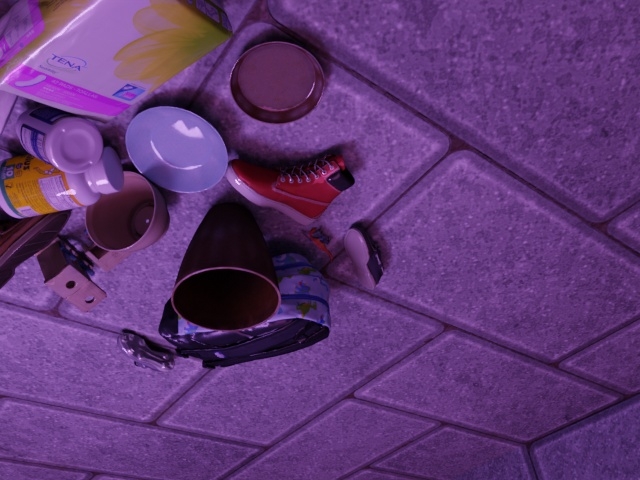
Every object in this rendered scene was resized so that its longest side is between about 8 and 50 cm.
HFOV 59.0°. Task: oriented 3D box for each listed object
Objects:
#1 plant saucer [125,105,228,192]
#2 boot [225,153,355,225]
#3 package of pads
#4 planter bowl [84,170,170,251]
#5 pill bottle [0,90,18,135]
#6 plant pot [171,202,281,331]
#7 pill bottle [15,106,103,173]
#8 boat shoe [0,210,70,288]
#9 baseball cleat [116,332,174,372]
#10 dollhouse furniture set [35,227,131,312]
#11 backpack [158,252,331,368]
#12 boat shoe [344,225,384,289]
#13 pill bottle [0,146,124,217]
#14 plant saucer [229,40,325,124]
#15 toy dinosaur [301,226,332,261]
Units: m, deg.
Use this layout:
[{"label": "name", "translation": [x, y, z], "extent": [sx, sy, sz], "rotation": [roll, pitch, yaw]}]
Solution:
[{"label": "plant saucer", "translation": [-0.269, -0.178, 1.080], "extent": [0.195, 0.037, 0.194], "rotation": [3, 132, 4]}, {"label": "boot", "translation": [-0.053, -0.138, 1.137], "extent": [0.244, 0.088, 0.176], "rotation": [23, 129, -37]}, {"label": "package of pads", "translation": [-0.315, -0.304, 0.836], "extent": [0.297, 0.101, 0.229], "rotation": [-27, 165, 20]}, {"label": "planter bowl", "translation": [-0.377, -0.048, 1.155], "extent": [0.162, 0.162, 0.109], "rotation": [-18, 163, 13]}, {"label": "pill bottle", "translation": [-0.624, -0.267, 0.852], "extent": [0.302, 0.169, 0.169], "rotation": [23, 131, -29]}, {"label": "plant pot", "translation": [-0.195, 0.038, 1.200], "extent": [0.216, 0.230, 0.215], "rotation": [-3, 138, -3]}, {"label": "pill bottle", "translation": [-0.456, -0.178, 0.973], "extent": [0.094, 0.169, 0.094], "rotation": [-25, 126, -40]}, {"label": "boat shoe", "translation": [-0.667, 0.005, 1.189], "extent": [0.307, 0.111, 0.104], "rotation": [-39, 88, 8]}, {"label": "baseball cleat", "translation": [-0.515, 0.333, 1.610], "extent": [0.110, 0.072, 0.206], "rotation": [-23, 133, 27]}, {"label": "dollhouse furniture set", "translation": [-0.511, 0.039, 1.271], "extent": [0.184, 0.129, 0.129], "rotation": [-39, 137, -8]}, {"label": "backpack", "translation": [-0.148, 0.174, 1.361], "extent": [0.356, 0.273, 0.290], "rotation": [-4, 151, 29]}, {"label": "boat shoe", "translation": [0.112, 0.032, 1.378], "extent": [0.065, 0.075, 0.206], "rotation": [-43, 138, -24]}, {"label": "pill bottle", "translation": [-0.491, -0.116, 1.075], "extent": [0.209, 0.117, 0.117], "rotation": [-10, 138, 5]}, {"label": "plant saucer", "translation": [-0.077, -0.283, 1.008], "extent": [0.169, 0.029, 0.168], "rotation": [-4, 137, -3]}, {"label": "toy dinosaur", "translation": [0.000, 0.000, 1.309], "extent": [0.047, 0.090, 0.082], "rotation": [-40, 162, 13]}]
